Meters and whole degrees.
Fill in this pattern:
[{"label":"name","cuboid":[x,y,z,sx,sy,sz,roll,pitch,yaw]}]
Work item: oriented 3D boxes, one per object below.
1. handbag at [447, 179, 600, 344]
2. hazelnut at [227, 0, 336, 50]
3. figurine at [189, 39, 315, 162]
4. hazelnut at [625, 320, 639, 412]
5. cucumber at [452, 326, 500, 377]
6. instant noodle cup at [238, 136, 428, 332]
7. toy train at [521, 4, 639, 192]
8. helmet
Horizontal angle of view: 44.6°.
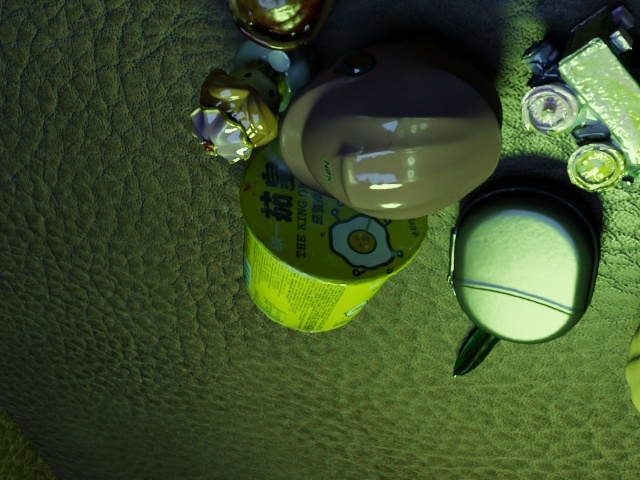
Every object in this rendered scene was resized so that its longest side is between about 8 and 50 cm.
[{"label":"handbag","cuboid":[0.344,0.042,1.345,0.253,0.093,0.308,11,123,20]},{"label":"hazelnut","cuboid":[-0.060,-0.392,1.152,0.160,0.170,0.202,-127,25,-46]},{"label":"figurine","cuboid":[-0.106,-0.232,1.248,0.142,0.263,0.189,35,139,-4]},{"label":"hazelnut","cuboid":[0.641,0.220,1.306,0.261,0.241,0.261,10,107,37]},{"label":"cucumber","cuboid":[0.335,0.184,1.535,0.056,0.056,0.284,31,132,-1]},{"label":"instant noodle cup","cuboid":[0.000,0.000,1.382,0.325,0.326,0.254,27,144,4]},{"label":"toy train","cuboid":[0.404,-0.191,1.111,0.261,0.134,0.177,45,133,-15]},{"label":"helmet","cuboid":[0.124,-0.145,1.166,0.338,0.197,0.271,-19,131,-11]}]
